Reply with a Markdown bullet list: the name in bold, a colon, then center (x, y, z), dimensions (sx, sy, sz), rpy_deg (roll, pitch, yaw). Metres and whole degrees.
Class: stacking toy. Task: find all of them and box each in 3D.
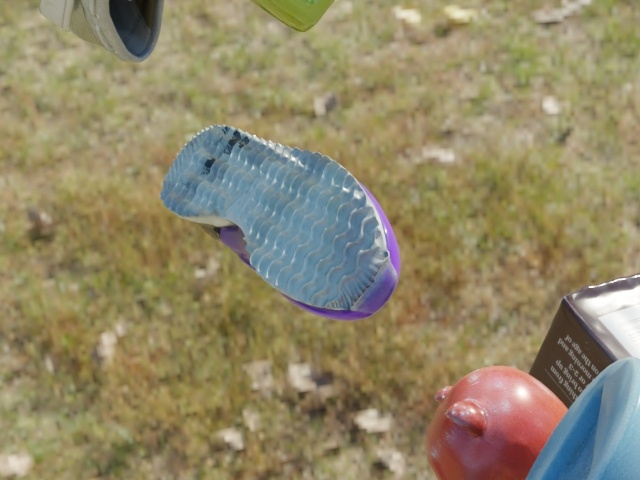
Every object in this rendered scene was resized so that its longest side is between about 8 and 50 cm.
- **stacking toy**: center (0.103, 0.190, 0.901), dimensions (0.130, 0.309, 0.279), rpy_deg (31, 80, -3)

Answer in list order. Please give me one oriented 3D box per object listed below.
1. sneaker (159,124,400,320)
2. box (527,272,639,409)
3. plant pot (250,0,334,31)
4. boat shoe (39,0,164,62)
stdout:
- **sneaker**: center (0.000, -0.001, 1.267), dimensions (0.102, 0.146, 0.293), rpy_deg (-54, 35, -1)
- **box**: center (0.253, 0.229, 1.423), dimensions (0.143, 0.381, 0.191), rpy_deg (-12, 49, -33)
- **plant pot**: center (-0.062, -0.287, 0.892), dimensions (0.207, 0.227, 0.228), rpy_deg (35, 88, 36)
- **boat shoe**: center (-0.157, -0.230, 1.328), dimensions (0.103, 0.320, 0.118), rpy_deg (38, 69, -4)
